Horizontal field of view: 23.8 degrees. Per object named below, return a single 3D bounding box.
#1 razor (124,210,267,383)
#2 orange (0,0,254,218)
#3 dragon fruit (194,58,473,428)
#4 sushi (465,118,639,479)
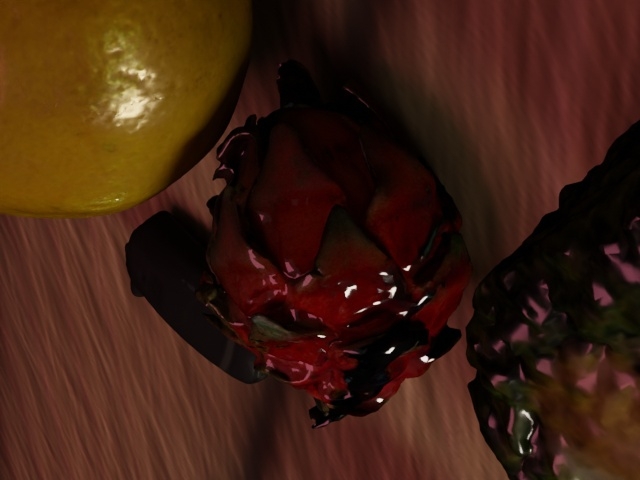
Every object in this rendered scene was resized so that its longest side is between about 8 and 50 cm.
[{"bbox_3d":[-0.092,0.044,1.192,0.148,0.054,0.090,39,142,19],"label":"razor"},{"bbox_3d":[-0.172,-0.143,0.926,0.279,0.235,0.279,44,149,36],"label":"orange"},{"bbox_3d":[0.006,0.007,0.929,0.188,0.182,0.182,41,152,-18],"label":"dragon fruit"},{"bbox_3d":[0.248,0.049,0.652,0.294,0.178,0.352,50,145,-3],"label":"sushi"}]
